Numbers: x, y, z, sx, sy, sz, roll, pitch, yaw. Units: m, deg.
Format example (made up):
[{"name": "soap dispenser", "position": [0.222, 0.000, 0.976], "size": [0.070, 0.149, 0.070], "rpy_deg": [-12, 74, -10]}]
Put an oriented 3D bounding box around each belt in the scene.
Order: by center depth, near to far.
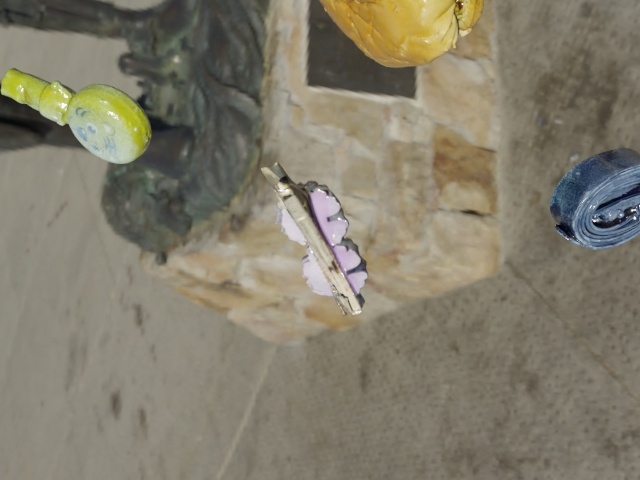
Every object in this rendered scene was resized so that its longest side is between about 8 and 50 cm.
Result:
[{"name": "belt", "position": [0.455, -0.063, 1.557], "size": [0.082, 0.190, 0.141], "rpy_deg": [-130, 26, -51]}]

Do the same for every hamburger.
[{"name": "hamburger", "position": [0.093, -0.389, 1.436], "size": [0.158, 0.318, 0.319], "rpy_deg": [-38, 25, -14]}]

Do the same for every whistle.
[{"name": "whistle", "position": [-0.293, -0.160, 1.197], "size": [0.057, 0.198, 0.104], "rpy_deg": [-56, -15, -35]}]

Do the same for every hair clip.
[{"name": "hair clip", "position": [0.000, 0.000, 1.500], "size": [0.106, 0.292, 0.084], "rpy_deg": [-25, 32, 7]}]
